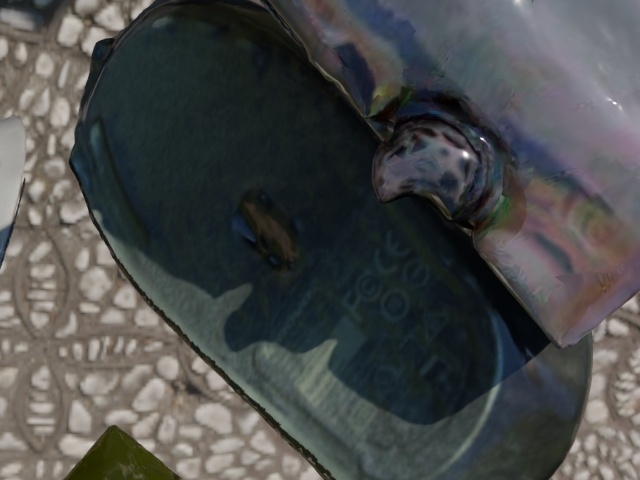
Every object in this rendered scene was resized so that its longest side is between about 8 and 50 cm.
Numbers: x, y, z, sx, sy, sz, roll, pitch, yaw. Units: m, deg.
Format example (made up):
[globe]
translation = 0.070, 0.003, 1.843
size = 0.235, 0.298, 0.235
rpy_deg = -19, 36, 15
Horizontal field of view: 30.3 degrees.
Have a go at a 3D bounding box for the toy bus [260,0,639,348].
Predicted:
[toy bus]
translation = 0.043, -0.114, 0.488
size = 0.138, 0.112, 0.317
rpy_deg = -41, 86, 19

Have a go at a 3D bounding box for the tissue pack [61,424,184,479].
[tissue pack]
translation = -0.226, 0.349, 1.198
size = 0.192, 0.271, 0.134
rpy_deg = 34, 148, 8

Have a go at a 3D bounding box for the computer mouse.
[computer mouse]
translation = 0.001, 0.002, 0.656
size = 0.114, 0.374, 0.203
rpy_deg = 9, 123, -54

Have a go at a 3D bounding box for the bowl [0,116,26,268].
[bowl]
translation = -0.408, 0.017, 1.078
size = 0.157, 0.345, 0.345
rpy_deg = 24, 118, -26
